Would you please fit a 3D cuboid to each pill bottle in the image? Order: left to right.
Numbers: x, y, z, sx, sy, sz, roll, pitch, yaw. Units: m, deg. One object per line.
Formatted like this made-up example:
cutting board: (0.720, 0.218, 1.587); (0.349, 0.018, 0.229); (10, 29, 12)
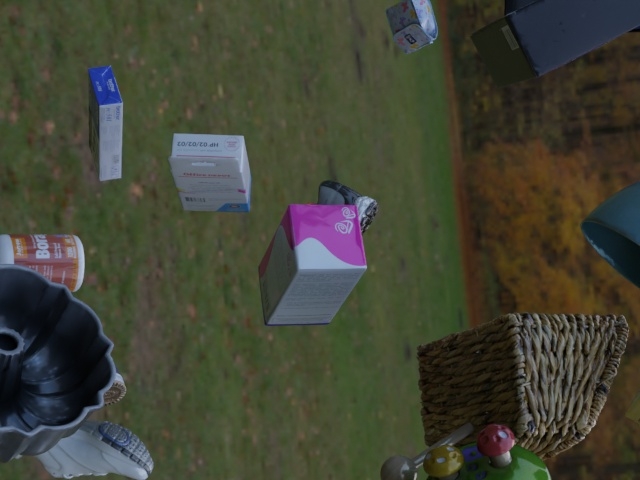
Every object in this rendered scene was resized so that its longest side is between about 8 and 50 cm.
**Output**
pill bottle: (-0.598, 0.047, 2.239); (0.121, 0.216, 0.121); (0, -90, 61)

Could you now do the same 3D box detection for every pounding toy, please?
pounding toy: (0.191, 0.297, 1.483); (0.237, 0.183, 0.110); (23, -41, 58)

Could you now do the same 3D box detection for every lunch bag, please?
lunch bag: (0.155, -0.363, 1.860); (0.053, 0.071, 0.083); (-18, 91, -39)

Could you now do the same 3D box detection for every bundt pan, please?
bundt pan: (-0.470, 0.184, 1.592); (0.124, 0.331, 0.331); (-58, -166, 33)

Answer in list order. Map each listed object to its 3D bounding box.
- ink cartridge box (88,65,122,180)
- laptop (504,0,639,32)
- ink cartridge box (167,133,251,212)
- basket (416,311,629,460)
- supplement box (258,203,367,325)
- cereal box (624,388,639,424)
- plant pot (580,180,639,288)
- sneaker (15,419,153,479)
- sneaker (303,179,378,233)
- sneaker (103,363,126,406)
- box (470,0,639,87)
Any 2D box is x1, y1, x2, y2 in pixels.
ink cartridge box: (-0.399, -0.214, 2.047); (0.207, 0.046, 0.097); (105, -31, -52)
laptop: (0.471, -0.486, 1.942); (0.136, 0.264, 0.234); (-127, -141, -82)
ink cartridge box: (-0.160, -0.105, 1.618); (0.181, 0.104, 0.062); (88, 4, -68)
basket: (0.314, 0.237, 1.684); (0.299, 0.223, 0.213); (148, -60, -60)
supplement box: (-0.017, 0.041, 1.707); (0.220, 0.114, 0.111); (119, -33, -61)
cereal box: (0.523, 0.141, 1.564); (0.240, 0.047, 0.173); (-53, 164, -21)
plant pot: (0.680, -0.017, 2.137); (0.290, 0.195, 0.290); (40, -5, 4)
sneaker: (-0.477, 0.421, 2.215); (0.111, 0.297, 0.129); (-21, 130, -80)
sneaker: (0.000, 0.000, 1.860); (0.100, 0.108, 0.271); (-47, 171, -47)
sneaker: (-0.526, 0.243, 2.131); (0.099, 0.282, 0.153); (-59, -139, 33)
box: (0.341, -0.309, 1.600); (0.103, 0.184, 0.261); (60, 0, -5)
